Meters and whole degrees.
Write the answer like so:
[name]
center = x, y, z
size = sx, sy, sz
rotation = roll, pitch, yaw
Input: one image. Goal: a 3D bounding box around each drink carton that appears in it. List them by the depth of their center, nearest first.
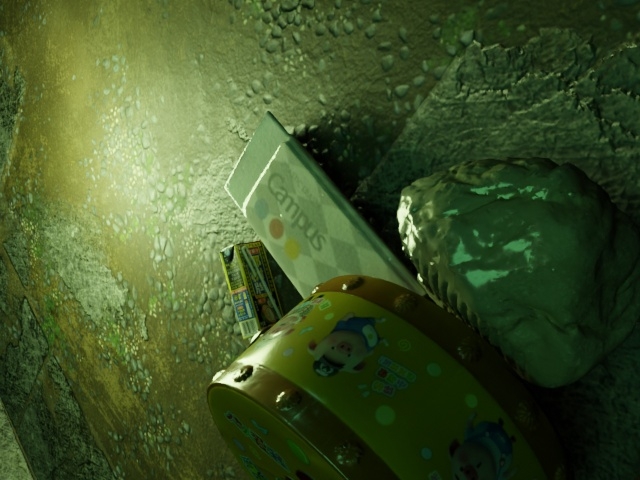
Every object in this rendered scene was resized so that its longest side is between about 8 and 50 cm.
[drink carton]
center = -0.121, 0.086, 1.123
size = 0.056, 0.071, 0.166
rotation = -21, 84, 38

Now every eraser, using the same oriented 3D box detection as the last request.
[eraser]
center = 0.000, 0.000, 0.995
size = 0.397, 0.082, 0.213
rotation = 52, 125, 23

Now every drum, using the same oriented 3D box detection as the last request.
[drum]
center = 0.067, 0.263, 0.773
size = 0.431, 0.214, 0.431
rotation = 36, 149, 26

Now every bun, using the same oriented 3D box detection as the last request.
[bun]
center = 0.229, 0.018, 0.696
size = 0.205, 0.281, 0.281
rotation = -44, 63, 0

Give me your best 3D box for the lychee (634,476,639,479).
[lychee]
center = 0.383, 0.331, 0.632
size = 0.200, 0.200, 0.238
rotation = 31, 95, 34
